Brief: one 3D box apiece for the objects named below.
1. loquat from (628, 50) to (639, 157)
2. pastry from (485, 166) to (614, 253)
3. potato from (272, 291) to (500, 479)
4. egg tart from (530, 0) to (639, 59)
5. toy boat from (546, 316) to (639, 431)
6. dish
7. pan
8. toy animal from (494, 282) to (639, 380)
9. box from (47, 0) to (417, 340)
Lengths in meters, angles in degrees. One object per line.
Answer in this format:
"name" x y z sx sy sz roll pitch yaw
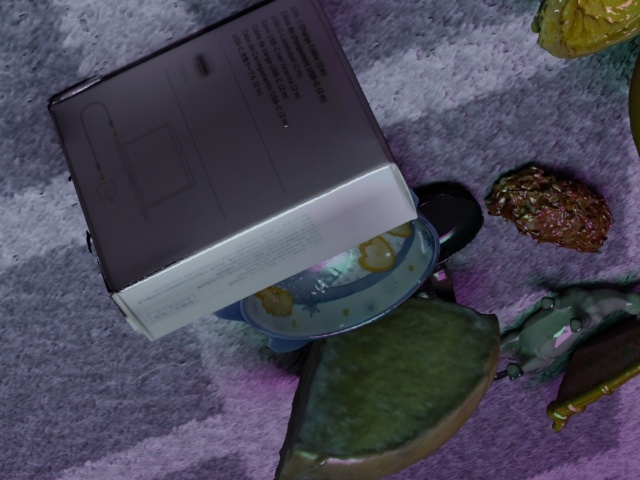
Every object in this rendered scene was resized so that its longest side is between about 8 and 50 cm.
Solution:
"loquat" 0.414 -0.132 1.486 0.263 0.263 0.263 -16 146 -11
"pastry" 0.251 -0.026 1.709 0.169 0.063 0.087 13 135 -43
"potato" 0.063 0.200 1.701 0.189 0.264 0.211 19 135 -2
"egg tart" 0.255 -0.239 1.393 0.191 0.074 0.191 -23 158 -10
"toy boat" 0.406 0.137 1.983 0.318 0.099 0.141 -27 -177 20
"dish" 0.000 0.000 1.574 0.236 0.086 0.228 -36 143 19
"pan" 0.123 0.016 1.708 0.114 0.040 0.212 -22 139 -3
"toy animal" 0.288 0.106 1.912 0.217 0.073 0.176 -35 160 24
"box" -0.076 -0.066 1.332 0.251 0.203 0.106 -26 147 3
